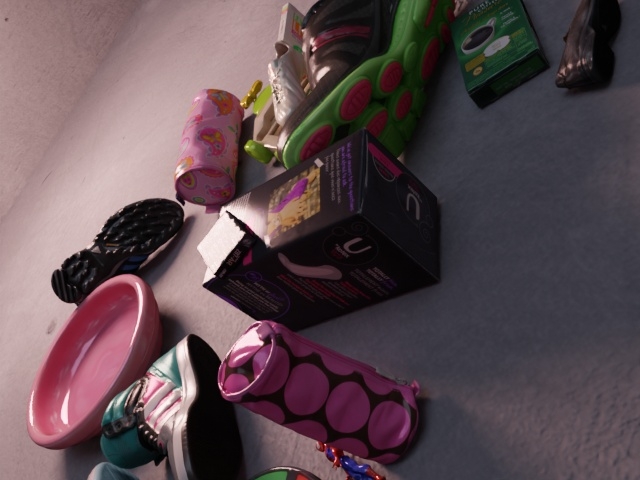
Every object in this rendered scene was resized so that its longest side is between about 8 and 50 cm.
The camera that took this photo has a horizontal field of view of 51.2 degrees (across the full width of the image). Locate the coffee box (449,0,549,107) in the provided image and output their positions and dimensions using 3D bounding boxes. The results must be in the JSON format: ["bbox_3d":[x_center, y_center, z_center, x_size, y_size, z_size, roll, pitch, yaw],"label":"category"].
[{"bbox_3d":[0.254,-0.284,0.964,0.113,0.040,0.184,-30,40,27],"label":"coffee box"}]

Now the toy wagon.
[{"bbox_3d":[-0.036,-0.260,1.256,0.344,0.068,0.267,19,74,55],"label":"toy wagon"}]

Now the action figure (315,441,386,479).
[{"bbox_3d":[0.030,0.247,0.733,0.030,0.038,0.115,-42,32,-17],"label":"action figure"}]

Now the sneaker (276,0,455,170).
[{"bbox_3d":[0.056,-0.264,1.030,0.202,0.185,0.482,9,54,31],"label":"sneaker"}]

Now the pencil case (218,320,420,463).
[{"bbox_3d":[0.004,0.155,0.698,0.098,0.209,0.095,-55,27,16],"label":"pencil case"}]

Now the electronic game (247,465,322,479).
[{"bbox_3d":[-0.061,0.360,0.725,0.229,0.048,0.229,-31,39,28],"label":"electronic game"}]

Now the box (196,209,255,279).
[{"bbox_3d":[-0.123,0.004,0.857,0.067,0.018,0.083,-52,34,3],"label":"box"}]

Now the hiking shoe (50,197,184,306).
[{"bbox_3d":[-0.413,0.019,1.392,0.304,0.113,0.132,-35,-10,-7],"label":"hiking shoe"}]

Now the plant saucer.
[{"bbox_3d":[-0.397,0.222,1.211,0.332,0.084,0.332,-30,40,29],"label":"plant saucer"}]

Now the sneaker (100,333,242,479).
[{"bbox_3d":[-0.217,0.271,0.916,0.178,0.124,0.295,-39,28,9],"label":"sneaker"}]

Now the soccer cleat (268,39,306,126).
[{"bbox_3d":[-0.063,-0.273,1.167,0.068,0.076,0.196,-29,40,30],"label":"soccer cleat"}]

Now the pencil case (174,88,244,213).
[{"bbox_3d":[-0.222,-0.188,1.363,0.124,0.124,0.284,-31,40,27],"label":"pencil case"}]

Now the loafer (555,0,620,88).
[{"bbox_3d":[0.333,-0.264,0.840,0.061,0.062,0.170,-12,49,49],"label":"loafer"}]

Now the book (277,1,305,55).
[{"bbox_3d":[-0.047,-0.420,1.388,0.035,0.096,0.144,-28,41,30],"label":"book"}]

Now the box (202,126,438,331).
[{"bbox_3d":[0.000,0.000,0.883,0.270,0.165,0.143,-23,44,34],"label":"box"}]

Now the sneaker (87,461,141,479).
[{"bbox_3d":[-0.287,0.445,0.840,0.208,0.127,0.319,-49,33,1],"label":"sneaker"}]
